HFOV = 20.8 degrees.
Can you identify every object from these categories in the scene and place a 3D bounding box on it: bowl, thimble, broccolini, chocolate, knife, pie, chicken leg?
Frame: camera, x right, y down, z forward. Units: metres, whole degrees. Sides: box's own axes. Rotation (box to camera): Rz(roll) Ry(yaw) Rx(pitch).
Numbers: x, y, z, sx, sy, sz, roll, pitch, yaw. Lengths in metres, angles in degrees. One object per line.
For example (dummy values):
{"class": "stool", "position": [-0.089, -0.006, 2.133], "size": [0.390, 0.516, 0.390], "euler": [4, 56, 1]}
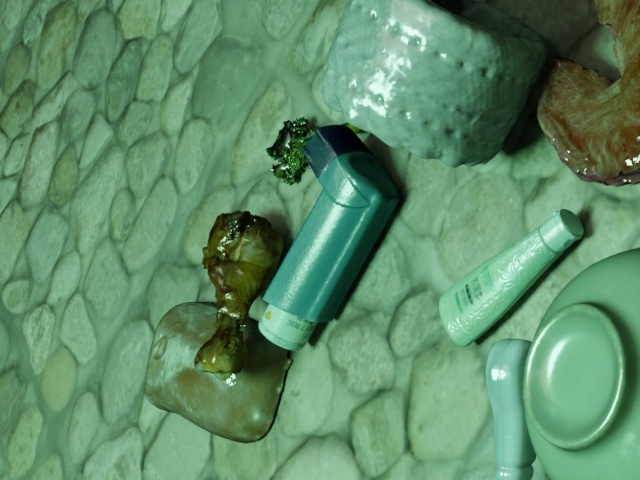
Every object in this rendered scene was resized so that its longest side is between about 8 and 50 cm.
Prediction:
{"class": "bowl", "position": [0.279, 0.130, 1.581], "size": [0.289, 0.146, 0.289], "euler": [-20, 64, 49]}
{"class": "thimble", "position": [0.114, -0.186, 1.836], "size": [0.157, 0.217, 0.245], "euler": [-62, 5, 17]}
{"class": "broccolini", "position": [0.030, -0.132, 2.101], "size": [0.254, 0.071, 0.057], "euler": [-18, 23, 42]}
{"class": "chocolate", "position": [-0.148, 0.158, 2.187], "size": [0.261, 0.083, 0.161], "euler": [10, 88, 53]}
{"class": "knife", "position": [0.180, 0.261, 1.695], "size": [0.044, 0.080, 0.331], "euler": [3, 88, 32]}
{"class": "pie", "position": [0.301, -0.158, 1.722], "size": [0.204, 0.054, 0.218], "euler": [48, 117, 49]}
{"class": "chicken leg", "position": [-0.103, 0.065, 2.113], "size": [0.107, 0.087, 0.251], "euler": [-46, 27, 45]}

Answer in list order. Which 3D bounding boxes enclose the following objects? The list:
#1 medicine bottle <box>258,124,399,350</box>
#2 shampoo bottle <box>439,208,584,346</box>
{"class": "medicine bottle", "position": [0.000, 0.000, 2.040], "size": [0.124, 0.079, 0.258], "euler": [37, 111, 29]}
{"class": "shampoo bottle", "position": [0.197, 0.035, 1.807], "size": [0.191, 0.041, 0.069], "euler": [-43, 42, 36]}
